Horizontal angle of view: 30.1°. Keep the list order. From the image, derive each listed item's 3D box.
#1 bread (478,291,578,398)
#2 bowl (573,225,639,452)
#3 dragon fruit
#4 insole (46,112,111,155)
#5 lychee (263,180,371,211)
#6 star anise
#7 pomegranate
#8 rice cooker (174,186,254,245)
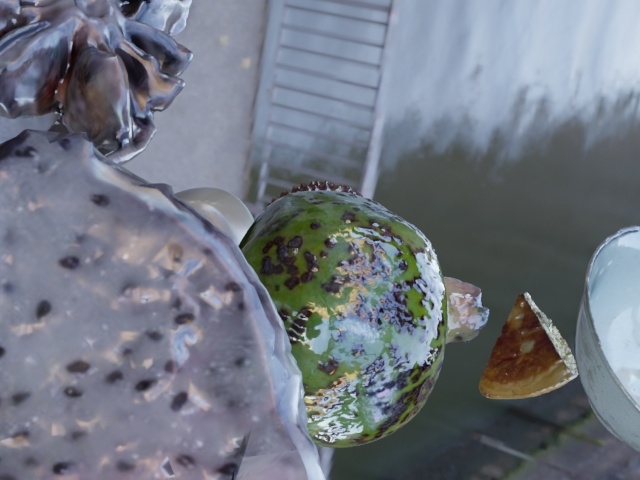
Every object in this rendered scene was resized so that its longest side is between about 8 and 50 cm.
[{"bbox_3d":[0.293,0.157,1.591,0.054,0.136,0.154,17,93,-38],"label":"bread"},{"bbox_3d":[0.384,0.149,1.324,0.313,0.313,0.146,-39,172,-44],"label":"bowl"},{"bbox_3d":[-0.129,0.130,0.478,0.283,0.204,0.221,-47,178,-22],"label":"dragon fruit"},{"bbox_3d":[-0.424,-0.162,2.017,0.322,0.109,0.007,-37,180,18],"label":"insole"},{"bbox_3d":[0.000,0.000,1.678,0.188,0.188,0.188,-33,132,-48],"label":"lychee"},{"bbox_3d":[-0.252,-0.172,1.145,0.359,0.316,0.139,-28,147,-45],"label":"star anise"},{"bbox_3d":[0.026,0.076,1.151,0.271,0.254,0.254,2,108,-14],"label":"pomegranate"},{"bbox_3d":[-0.174,0.019,1.401,0.145,0.206,0.127,65,10,-2],"label":"rice cooker"}]
